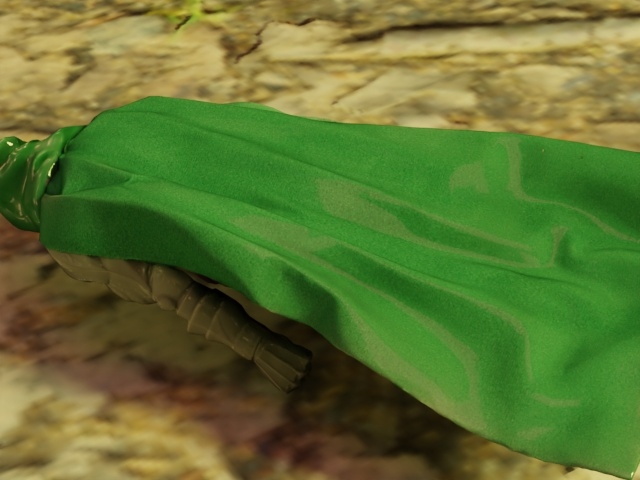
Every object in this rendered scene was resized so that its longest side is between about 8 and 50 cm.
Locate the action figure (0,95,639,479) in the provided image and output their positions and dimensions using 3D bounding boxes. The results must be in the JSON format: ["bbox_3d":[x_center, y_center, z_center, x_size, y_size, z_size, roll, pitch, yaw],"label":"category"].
[{"bbox_3d":[0.000,0.000,0.535,0.232,0.063,0.137,14,41,21],"label":"action figure"}]
